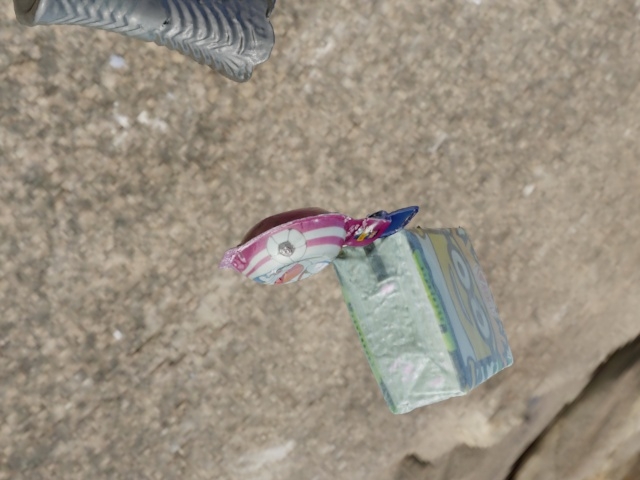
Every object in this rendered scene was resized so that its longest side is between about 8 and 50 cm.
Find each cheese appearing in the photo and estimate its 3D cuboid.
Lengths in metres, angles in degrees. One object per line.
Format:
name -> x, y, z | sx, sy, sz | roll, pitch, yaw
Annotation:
cheese -> 0.000, 0.000, 1.204 | 0.244, 0.062, 0.155 | -12, 161, -25

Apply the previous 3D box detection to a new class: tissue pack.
tissue pack -> 0.152, 0.098, 1.438 | 0.128, 0.228, 0.311 | -23, 172, 22

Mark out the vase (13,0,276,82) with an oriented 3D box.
vase -> -0.168, -0.224, 1.003 | 0.237, 0.115, 0.115 | 4, 123, -39
